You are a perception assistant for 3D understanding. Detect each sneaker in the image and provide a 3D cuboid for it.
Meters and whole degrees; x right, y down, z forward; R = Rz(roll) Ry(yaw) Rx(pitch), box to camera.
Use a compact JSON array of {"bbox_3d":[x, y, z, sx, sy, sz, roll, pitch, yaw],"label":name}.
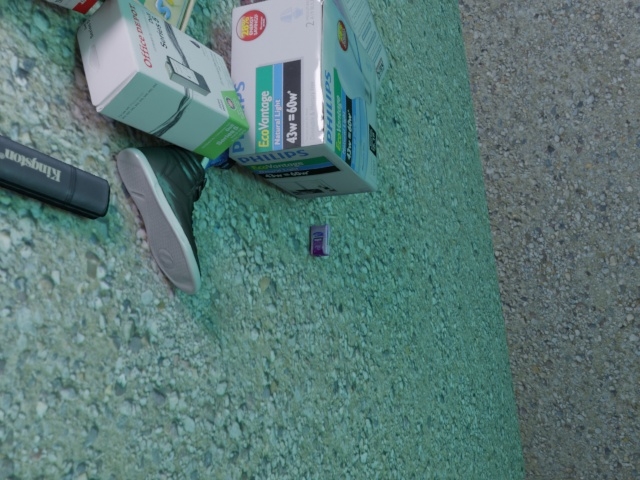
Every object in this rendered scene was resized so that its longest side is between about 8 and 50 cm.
[{"bbox_3d":[-0.220,-0.171,1.279,0.084,0.058,0.152,44,42,-32],"label":"sneaker"},{"bbox_3d":[-0.260,-0.052,1.150,0.147,0.104,0.296,-34,108,-48],"label":"sneaker"}]

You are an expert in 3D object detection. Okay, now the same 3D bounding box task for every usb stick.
[{"bbox_3d":[-0.447,-0.105,0.932,0.278,0.045,0.077,26,63,-52],"label":"usb stick"}]

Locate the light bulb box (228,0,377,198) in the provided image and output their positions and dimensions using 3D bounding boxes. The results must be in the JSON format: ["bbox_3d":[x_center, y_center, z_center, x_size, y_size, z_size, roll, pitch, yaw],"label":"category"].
[{"bbox_3d":[-0.026,-0.315,1.403,0.361,0.225,0.358,25,63,-65],"label":"light bulb box"}]

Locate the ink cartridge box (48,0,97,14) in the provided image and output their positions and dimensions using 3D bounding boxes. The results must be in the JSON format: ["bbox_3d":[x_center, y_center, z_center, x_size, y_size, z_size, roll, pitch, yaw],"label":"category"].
[{"bbox_3d":[-0.405,-0.436,0.938,0.231,0.134,0.078,8,76,-42],"label":"ink cartridge box"}]

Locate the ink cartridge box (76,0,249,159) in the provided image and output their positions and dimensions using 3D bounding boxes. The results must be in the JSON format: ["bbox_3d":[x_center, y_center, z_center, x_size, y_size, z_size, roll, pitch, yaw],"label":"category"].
[{"bbox_3d":[-0.281,-0.290,1.102,0.272,0.114,0.198,19,43,-54],"label":"ink cartridge box"}]

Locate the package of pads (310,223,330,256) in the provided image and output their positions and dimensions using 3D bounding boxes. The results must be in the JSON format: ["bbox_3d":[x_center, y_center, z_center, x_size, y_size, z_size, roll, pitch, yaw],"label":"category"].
[{"bbox_3d":[0.000,0.000,1.589,0.032,0.050,0.083,23,65,-59],"label":"package of pads"}]

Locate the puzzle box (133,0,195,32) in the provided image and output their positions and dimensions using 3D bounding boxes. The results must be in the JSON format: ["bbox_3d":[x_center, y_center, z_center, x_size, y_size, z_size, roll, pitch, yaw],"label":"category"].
[{"bbox_3d":[-0.331,-0.611,1.188,0.272,0.052,0.409,42,51,-51],"label":"puzzle box"}]

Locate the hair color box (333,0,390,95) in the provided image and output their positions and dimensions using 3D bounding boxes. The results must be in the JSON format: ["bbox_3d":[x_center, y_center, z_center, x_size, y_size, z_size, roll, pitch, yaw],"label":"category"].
[{"bbox_3d":[0.075,-0.613,1.736,0.375,0.113,0.185,61,38,-37],"label":"hair color box"}]

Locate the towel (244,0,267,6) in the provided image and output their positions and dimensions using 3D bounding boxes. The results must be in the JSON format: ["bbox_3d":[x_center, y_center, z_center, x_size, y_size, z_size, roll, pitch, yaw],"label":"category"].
[{"bbox_3d":[-0.154,-0.752,1.452,0.237,0.037,0.329,-52,139,-48],"label":"towel"}]
